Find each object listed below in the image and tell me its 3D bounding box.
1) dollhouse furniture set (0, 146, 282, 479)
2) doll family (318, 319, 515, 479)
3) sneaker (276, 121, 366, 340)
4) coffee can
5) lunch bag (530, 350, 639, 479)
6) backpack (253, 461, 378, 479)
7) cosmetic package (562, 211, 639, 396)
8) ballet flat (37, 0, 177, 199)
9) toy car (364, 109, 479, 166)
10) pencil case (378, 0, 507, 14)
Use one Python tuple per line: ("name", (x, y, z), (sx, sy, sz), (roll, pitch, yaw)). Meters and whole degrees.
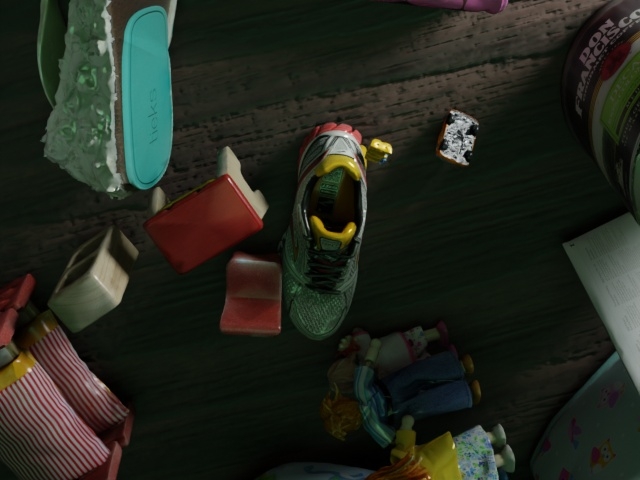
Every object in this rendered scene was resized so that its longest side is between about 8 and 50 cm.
("dollhouse furniture set", (-0.192, 0.102, 1.307), (0.374, 0.152, 0.201), (-30, 111, 16))
("doll family", (0.089, 0.186, 1.322), (0.163, 0.263, 0.118), (-17, 157, -11))
("sneaker", (0.000, 0.000, 1.324), (0.088, 0.093, 0.225), (2, 113, -3))
("coffee can", (0.346, -0.107, 1.195), (0.201, 0.275, 0.202), (-1, 112, -2))
("lunch bag", (0.346, 0.232, 1.363), (0.262, 0.223, 0.160), (-43, 117, 13))
("backpack", (0.051, 0.381, 1.422), (0.355, 0.273, 0.290), (28, 116, 0))
("cosmetic package", (0.329, 0.080, 1.293), (0.098, 0.239, 0.060), (-25, 137, 7))
("ballet flat", (-0.199, -0.235, 1.204), (0.146, 0.147, 0.409), (7, 111, -5))
("toy car", (0.097, -0.101, 1.308), (0.122, 0.060, 0.040), (5, 158, -19))
("pencil case", (0.074, -0.268, 1.220), (0.209, 0.095, 0.098), (6, 97, -7))
